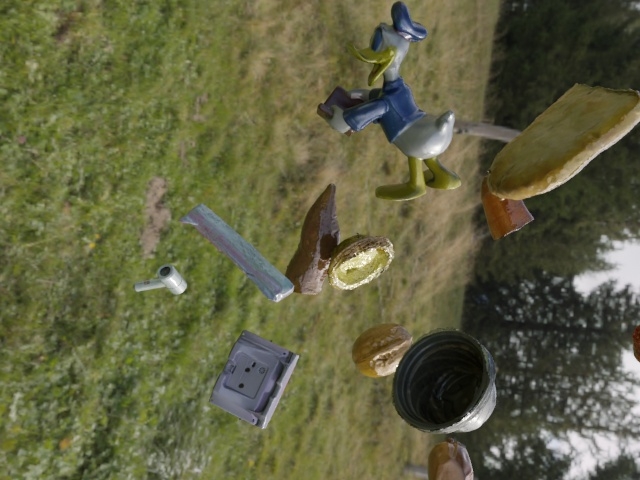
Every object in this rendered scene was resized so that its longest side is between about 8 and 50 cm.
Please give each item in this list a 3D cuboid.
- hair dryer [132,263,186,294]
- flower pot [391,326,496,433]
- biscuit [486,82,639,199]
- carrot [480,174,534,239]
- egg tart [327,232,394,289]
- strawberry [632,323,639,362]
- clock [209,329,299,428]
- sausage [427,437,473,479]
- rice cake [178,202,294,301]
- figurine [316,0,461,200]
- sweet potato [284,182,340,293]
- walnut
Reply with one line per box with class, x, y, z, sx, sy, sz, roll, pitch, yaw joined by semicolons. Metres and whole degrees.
hair dryer;-0.419;0.105;1.664;0.082;0.137;0.047;64;21;-53
flower pot;0.281;0.316;1.393;0.140;0.235;0.235;40;53;-37
biscuit;0.667;-0.269;1.828;0.446;0.104;0.429;-43;-164;3
carrot;0.638;-0.128;2.336;0.225;0.159;0.159;59;20;-3
egg tart;0.104;0.050;1.817;0.212;0.213;0.090;76;-8;-55
strawberry;1.002;0.261;1.700;0.312;0.351;0.267;38;38;-40
clock;-0.198;0.410;1.934;0.083;0.186;0.253;61;53;-77
sausage;0.342;0.646;1.732;0.136;0.120;0.241;-18;109;-78
rice cake;-0.183;0.029;1.399;0.081;0.290;0.051;-41;168;-45
figurine;0.129;-0.268;1.214;0.204;0.283;0.338;-31;130;-46
sweet potato;-0.001;0.000;1.887;0.336;0.131;0.131;-69;169;16
walnut;0.199;0.348;2.089;0.159;0.207;0.159;61;9;-17
